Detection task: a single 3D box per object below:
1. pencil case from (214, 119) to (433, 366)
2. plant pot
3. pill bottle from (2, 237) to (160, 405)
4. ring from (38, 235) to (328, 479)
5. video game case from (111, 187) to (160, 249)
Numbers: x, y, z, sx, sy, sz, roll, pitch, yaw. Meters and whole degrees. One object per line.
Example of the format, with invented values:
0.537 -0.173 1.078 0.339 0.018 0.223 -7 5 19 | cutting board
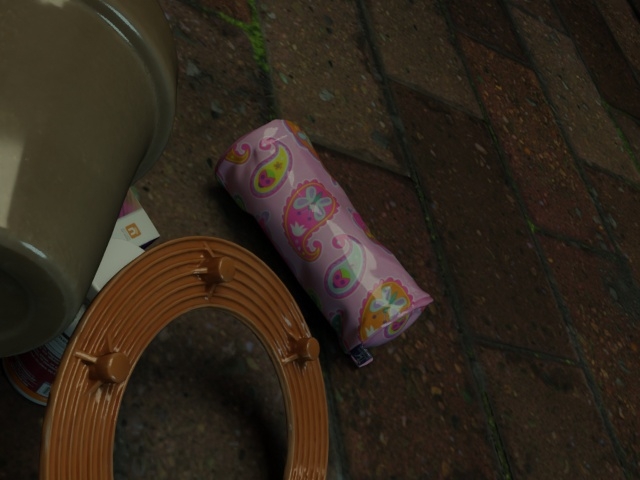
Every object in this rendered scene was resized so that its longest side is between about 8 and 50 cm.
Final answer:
0.000 0.000 0.990 0.284 0.124 0.124 54 37 11 | pencil case
-0.230 -0.054 0.587 0.263 0.263 0.229 21 44 -29 | plant pot
-0.193 0.066 0.715 0.086 0.152 0.086 26 41 -25 | pill bottle
-0.079 0.163 0.696 0.337 0.032 0.336 16 71 -55 | ring
-0.285 -0.055 0.782 0.210 0.042 0.232 -32 90 -45 | video game case
